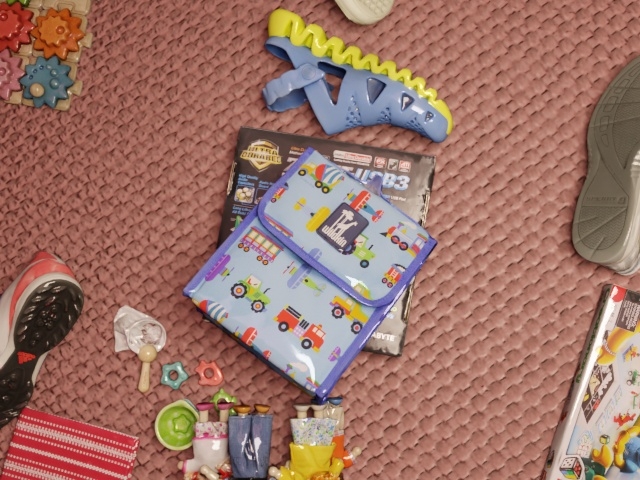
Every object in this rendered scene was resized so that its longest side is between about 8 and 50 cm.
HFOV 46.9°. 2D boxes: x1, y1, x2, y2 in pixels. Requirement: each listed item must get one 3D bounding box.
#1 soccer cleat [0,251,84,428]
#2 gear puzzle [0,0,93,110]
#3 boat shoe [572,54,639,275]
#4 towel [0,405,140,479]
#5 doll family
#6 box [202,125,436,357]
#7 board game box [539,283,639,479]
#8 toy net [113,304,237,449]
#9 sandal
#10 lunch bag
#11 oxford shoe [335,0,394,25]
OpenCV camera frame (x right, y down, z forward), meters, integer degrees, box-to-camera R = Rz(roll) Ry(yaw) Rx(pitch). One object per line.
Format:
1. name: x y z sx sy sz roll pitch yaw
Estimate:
1. soccer cleat: -0.466 0.161 1.096 0.318 0.109 0.116 -54 41 9
2. gear puzzle: -0.442 -0.378 1.165 0.175 0.044 0.339 9 85 6
3. boat shoe: 0.448 -0.112 1.041 0.118 0.103 0.320 7 79 51
4. towel: -0.388 0.403 1.090 0.199 0.031 0.274 12 84 8
5. doll family: -0.066 0.308 1.010 0.263 0.118 0.163 -1 85 -7
6. box: 0.000 0.000 1.076 0.296 0.073 0.293 9 84 6
7. board game box: 0.447 0.235 1.024 0.193 0.053 0.305 19 86 6
8. toy net: -0.227 0.187 1.090 0.122 0.045 0.232 -35 82 1
9. sandal: 0.041 -0.211 1.077 0.317 0.126 0.138 28 91 15
10. lunch bag: 0.000 0.033 0.991 0.221 0.138 0.293 35 77 9
11. oxford shoe: -0.024 -0.521 1.112 0.130 0.169 0.449 -28 90 46
